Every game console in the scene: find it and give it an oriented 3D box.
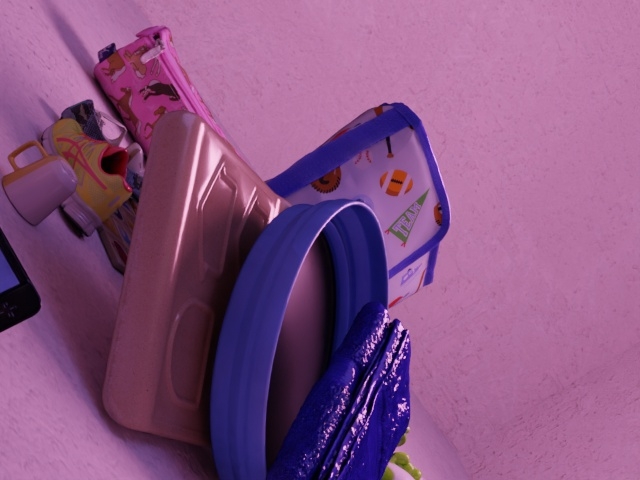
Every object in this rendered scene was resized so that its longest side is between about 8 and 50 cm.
[{"bbox_3d":[-0.283,0.017,0.884,0.122,0.107,0.071,59,-23,8],"label":"game console"}]

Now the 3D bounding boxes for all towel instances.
[{"bbox_3d":[0.035,0.246,1.349,0.308,0.076,0.227,-56,147,-48],"label":"towel"}]

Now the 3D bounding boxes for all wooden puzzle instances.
[{"bbox_3d":[-0.136,0.060,1.292,0.348,0.080,0.322,39,57,-66],"label":"wooden puzzle"}]

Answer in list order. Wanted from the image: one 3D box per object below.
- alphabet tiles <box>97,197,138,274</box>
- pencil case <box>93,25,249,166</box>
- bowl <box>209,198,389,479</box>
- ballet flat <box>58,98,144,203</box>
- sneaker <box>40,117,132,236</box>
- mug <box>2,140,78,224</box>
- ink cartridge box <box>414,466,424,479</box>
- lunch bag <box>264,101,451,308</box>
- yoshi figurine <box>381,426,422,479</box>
[{"bbox_3d":[-0.230,0.034,1.629,0.285,0.011,0.342,61,6,31],"label":"alphabet tiles"},{"bbox_3d":[-0.239,-0.181,2.033,0.386,0.160,0.167,59,4,4],"label":"pencil case"},{"bbox_3d":[-0.018,0.140,1.382,0.391,0.077,0.391,10,90,-70],"label":"bowl"},{"bbox_3d":[-0.290,-0.128,1.661,0.188,0.070,0.070,50,9,-41],"label":"ballet flat"},{"bbox_3d":[-0.279,-0.093,1.446,0.081,0.094,0.208,51,7,-45],"label":"sneaker"},{"bbox_3d":[-0.299,-0.065,1.247,0.078,0.064,0.062,56,6,-16],"label":"mug"},{"bbox_3d":[0.176,0.531,1.913,0.207,0.117,0.283,57,5,-14],"label":"ink cartridge box"},{"bbox_3d":[0.000,0.000,1.659,0.239,0.328,0.385,51,-18,23],"label":"lunch bag"},{"bbox_3d":[0.097,0.318,1.644,0.203,0.203,0.362,8,31,-40],"label":"yoshi figurine"}]
